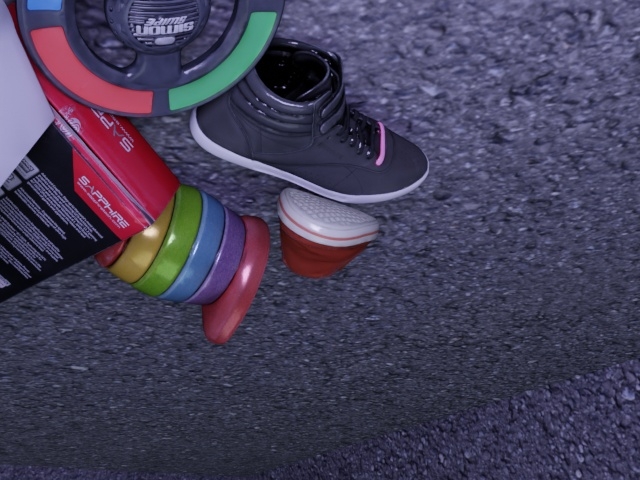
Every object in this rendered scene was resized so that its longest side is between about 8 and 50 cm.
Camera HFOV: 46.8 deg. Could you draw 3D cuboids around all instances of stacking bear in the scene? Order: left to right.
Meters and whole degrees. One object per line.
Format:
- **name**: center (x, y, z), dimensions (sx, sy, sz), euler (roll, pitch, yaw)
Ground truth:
- **stacking bear**: center (-0.226, -0.007, 0.949), dimensions (0.289, 0.175, 0.164), euler (23, 116, -28)

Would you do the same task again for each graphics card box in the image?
- **graphics card box**: center (-0.355, -0.057, 0.775), dimensions (0.371, 0.094, 0.233), euler (-24, 116, 30)

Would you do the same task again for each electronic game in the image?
- **electronic game**: center (-0.137, -0.199, 0.628), dimensions (0.229, 0.048, 0.229), euler (-19, 144, -14)

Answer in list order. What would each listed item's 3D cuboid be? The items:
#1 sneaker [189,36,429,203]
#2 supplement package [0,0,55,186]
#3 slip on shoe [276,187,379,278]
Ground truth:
- **sneaker**: center (0.019, -0.125, 0.807), dimensions (0.296, 0.104, 0.147), euler (12, 154, -24)
- **supplement package**: center (-0.385, -0.114, 0.536), dimensions (0.262, 0.198, 0.199), euler (1, 132, 13)
- **slip on shoe**: center (0.000, 0.000, 0.915), dimensions (0.123, 0.101, 0.331), euler (21, 179, 1)
